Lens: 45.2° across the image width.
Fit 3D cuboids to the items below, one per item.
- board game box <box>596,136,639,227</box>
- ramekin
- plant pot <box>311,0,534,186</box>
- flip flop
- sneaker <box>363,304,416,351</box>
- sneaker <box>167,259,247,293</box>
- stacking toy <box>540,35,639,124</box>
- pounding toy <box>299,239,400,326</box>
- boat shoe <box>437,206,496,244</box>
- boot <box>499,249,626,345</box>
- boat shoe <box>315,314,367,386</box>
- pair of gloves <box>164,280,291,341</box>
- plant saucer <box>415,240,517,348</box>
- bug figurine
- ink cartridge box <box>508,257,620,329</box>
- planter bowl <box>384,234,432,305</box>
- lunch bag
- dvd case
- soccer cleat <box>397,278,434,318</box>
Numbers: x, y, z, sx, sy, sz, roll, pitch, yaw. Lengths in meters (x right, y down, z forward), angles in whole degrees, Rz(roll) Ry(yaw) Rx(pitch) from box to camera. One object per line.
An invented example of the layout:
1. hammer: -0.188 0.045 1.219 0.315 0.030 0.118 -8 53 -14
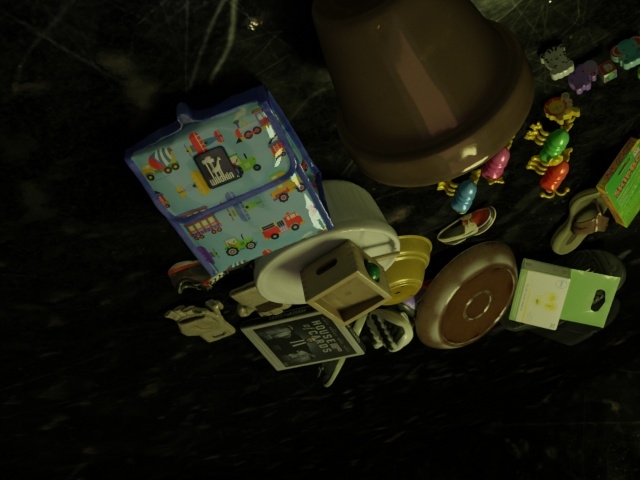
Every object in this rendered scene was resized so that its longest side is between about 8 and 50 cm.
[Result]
1. board game box: 0.649 -0.121 1.622 0.124 0.039 0.259 -56 148 3
2. ramekin: 0.000 0.000 1.409 0.273 0.127 0.273 -14 152 -7
3. plant pot: 0.105 -0.235 0.956 0.263 0.263 0.229 -26 133 15
4. flip flop: 0.609 -0.038 1.754 0.112 0.080 0.277 -10 148 -16
5. sneaker: 0.181 0.199 1.866 0.118 0.110 0.292 -24 180 -9
6. sneaker: -0.209 0.067 1.472 0.158 0.065 0.061 -15 153 -5
7. stacking toy: 0.466 -0.288 1.250 0.221 0.052 0.167 -26 154 10
8. pounding toy: 0.059 0.062 1.339 0.141 0.100 0.130 -33 135 21
9. boat shoe: 0.309 -0.032 1.629 0.043 0.049 0.137 14 144 -42
10. boot: 0.747 0.174 2.162 0.367 0.146 0.445 -27 150 34
11. boat shoe: 0.022 0.256 1.924 0.113 0.127 0.340 24 148 2
12. pair of gloves: -0.191 0.147 1.660 0.240 0.042 0.204 -24 156 15
13. plant saucer: 0.364 0.145 1.840 0.310 0.050 0.311 -20 132 -24
14. bug figurine: 0.369 -0.132 1.449 0.279 0.072 0.216 -14 152 -8
15. ink cartridge box: 0.602 0.146 1.912 0.235 0.056 0.171 13 128 13
16. planter bowl: 0.158 0.083 1.699 0.217 0.090 0.217 -14 152 -7
17. lunch bag: -0.138 -0.107 1.163 0.221 0.138 0.293 -22 140 9
18. dvd case: -0.040 0.225 1.782 0.238 0.029 0.179 -15 132 25
19. soccer cleat: 0.291 0.130 1.879 0.318 0.108 0.116 13 117 -40
